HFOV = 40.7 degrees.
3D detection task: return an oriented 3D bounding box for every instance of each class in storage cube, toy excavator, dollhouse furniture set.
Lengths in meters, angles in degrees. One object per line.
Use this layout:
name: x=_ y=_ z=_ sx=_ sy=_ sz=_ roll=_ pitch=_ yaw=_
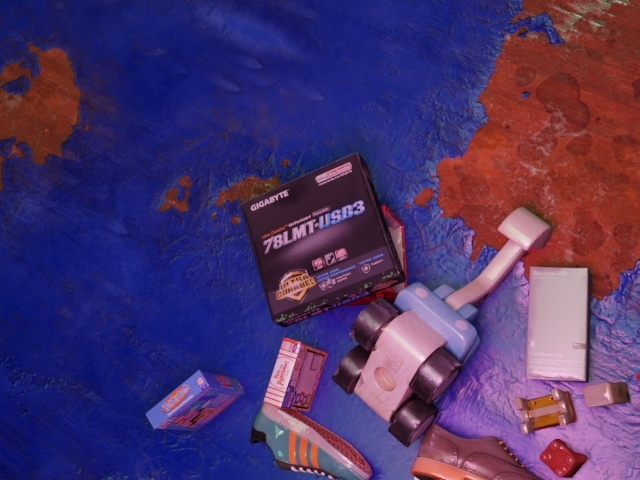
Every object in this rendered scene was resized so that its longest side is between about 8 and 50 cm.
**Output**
storage cube: x=0.081 y=0.043 z=1.951 sx=0.193 sy=0.183 sz=0.215 roll=-5 pitch=75 yaw=18
toy excavator: x=0.280 y=0.158 z=1.853 sx=0.222 sy=0.445 sz=0.433 roll=39 pitch=132 yaw=22
dollhouse furniture set: x=0.608 y=0.378 z=1.735 sx=0.374 sy=0.152 sz=0.201 roll=-21 pitch=71 yaw=31

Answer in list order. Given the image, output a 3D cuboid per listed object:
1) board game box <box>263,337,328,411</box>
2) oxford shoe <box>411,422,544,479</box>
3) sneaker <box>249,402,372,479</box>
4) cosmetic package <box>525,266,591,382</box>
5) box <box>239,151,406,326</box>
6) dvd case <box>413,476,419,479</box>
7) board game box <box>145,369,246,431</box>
board game box: x=-0.051 y=0.303 z=1.925 sx=0.045 sy=0.193 sz=0.147 roll=15 pitch=81 yaw=22
oxford shoe: x=0.378 y=0.475 z=1.780 sx=0.363 sy=0.130 sz=0.133 roll=16 pitch=64 yaw=12
sneaker: x=-0.026 y=0.477 z=1.929 sx=0.302 sy=0.108 sz=0.121 roll=29 pitch=93 yaw=26
cosmetic package: x=0.504 y=0.177 z=1.821 sx=0.127 sy=0.107 sz=0.238 roll=-1 pitch=79 yaw=21
box: x=0.000 y=0.000 z=1.855 sx=0.295 sy=0.073 sz=0.293 roll=-22 pitch=71 yaw=14
dvd case: x=0.264 y=0.529 z=1.861 sx=0.119 sy=0.013 sz=0.087 roll=-15 pitch=73 yaw=13
board game box: x=-0.281 y=0.371 z=1.977 sx=0.160 sy=0.210 sz=0.047 roll=-39 pitch=67 yaw=5
